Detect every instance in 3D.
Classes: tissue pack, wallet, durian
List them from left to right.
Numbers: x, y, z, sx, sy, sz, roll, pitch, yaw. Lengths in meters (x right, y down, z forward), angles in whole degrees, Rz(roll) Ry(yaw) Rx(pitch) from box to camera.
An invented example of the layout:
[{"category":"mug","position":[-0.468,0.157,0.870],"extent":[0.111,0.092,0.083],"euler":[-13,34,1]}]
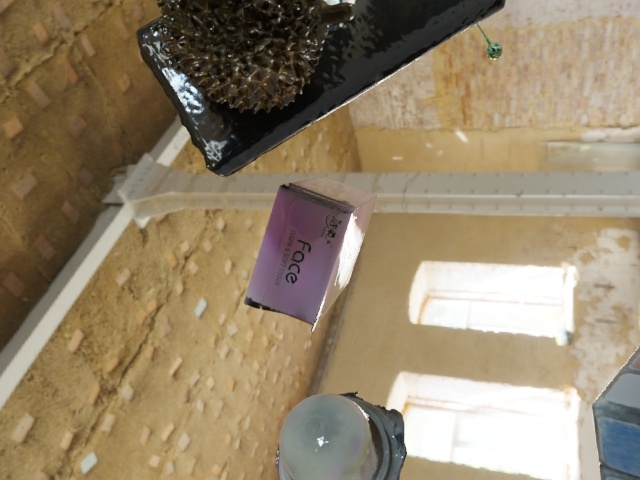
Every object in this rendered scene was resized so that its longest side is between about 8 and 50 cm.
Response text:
[{"category":"durian","position":[-0.064,-0.175,0.438],"extent":[0.091,0.188,0.149],"euler":[-28,-58,-66]},{"category":"wallet","position":[-0.003,-0.206,0.531],"extent":[0.171,0.321,0.044],"euler":[58,180,6]},{"category":"tissue pack","position":[0.000,0.000,0.728],"extent":[0.246,0.092,0.149],"euler":[-35,-36,-74]}]

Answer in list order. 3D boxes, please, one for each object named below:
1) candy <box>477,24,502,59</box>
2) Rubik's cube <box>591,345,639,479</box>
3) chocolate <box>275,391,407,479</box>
[{"category":"candy","position":[0.263,-0.326,0.903],"extent":[0.083,0.023,0.025],"euler":[45,179,-17]},{"category":"Rubik's cube","position":[0.425,0.220,0.494],"extent":[0.253,0.258,0.257],"euler":[-25,-73,-39]},{"category":"chocolate","position":[0.021,0.298,0.816],"extent":[0.147,0.221,0.222],"euler":[77,-156,-54]}]
